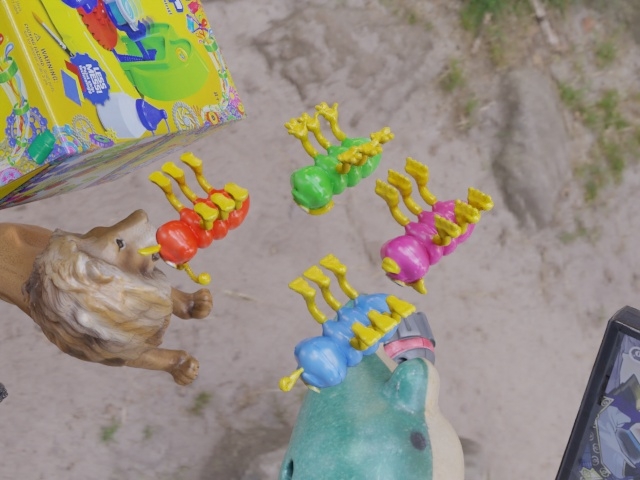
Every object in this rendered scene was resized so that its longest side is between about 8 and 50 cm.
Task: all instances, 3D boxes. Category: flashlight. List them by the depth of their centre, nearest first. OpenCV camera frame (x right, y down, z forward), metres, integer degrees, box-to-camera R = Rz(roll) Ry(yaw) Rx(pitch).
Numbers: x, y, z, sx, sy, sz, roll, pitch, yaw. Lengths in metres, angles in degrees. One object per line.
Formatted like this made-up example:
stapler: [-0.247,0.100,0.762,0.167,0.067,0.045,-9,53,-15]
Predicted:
flashlight: [0.128,0.233,1.340,0.103,0.103,0.304,-18,58,0]

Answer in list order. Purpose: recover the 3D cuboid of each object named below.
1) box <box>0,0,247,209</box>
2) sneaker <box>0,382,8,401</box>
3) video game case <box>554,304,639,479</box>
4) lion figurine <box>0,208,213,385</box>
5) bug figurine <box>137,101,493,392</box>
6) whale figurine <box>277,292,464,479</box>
box: [-0.250,-0.194,0.949,0.279,0.177,0.290,-26,94,-63]
sneaker: [-0.521,0.184,1.386,0.121,0.299,0.112,-43,76,0]
video game case: [0.257,0.202,0.612,0.035,0.274,0.248,-23,132,-53]
lion figurine: [-0.264,0.045,1.122,0.240,0.392,0.142,27,75,-45]
bug figurine: [0.000,0.000,0.818,0.216,0.279,0.072,-34,133,-20]
whale figurine: [0.024,0.173,0.993,0.141,0.216,0.272,11,45,-26]
